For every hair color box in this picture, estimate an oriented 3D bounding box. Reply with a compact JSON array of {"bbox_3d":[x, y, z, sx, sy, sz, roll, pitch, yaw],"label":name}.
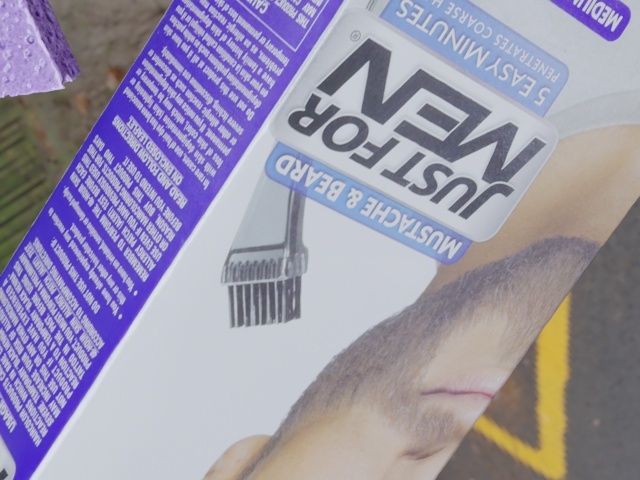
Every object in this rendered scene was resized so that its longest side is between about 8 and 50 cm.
[{"bbox_3d":[0.000,0.000,0.602,0.185,0.339,0.110,24,-163,-40],"label":"hair color box"}]

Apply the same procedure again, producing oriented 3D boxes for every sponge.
[{"bbox_3d":[-0.289,-0.217,1.229,0.117,0.031,0.210,-4,120,34],"label":"sponge"}]
